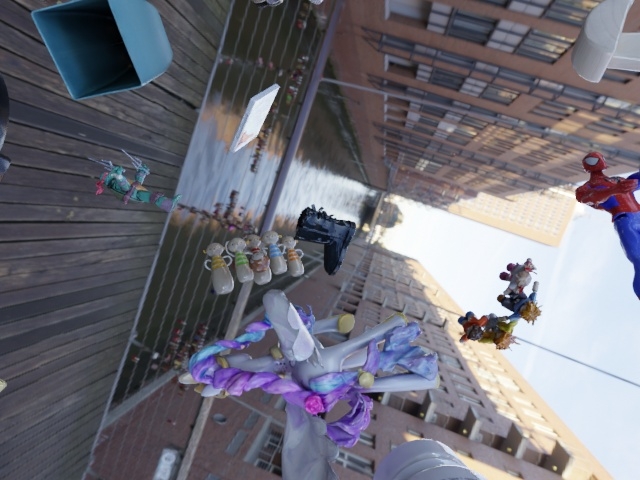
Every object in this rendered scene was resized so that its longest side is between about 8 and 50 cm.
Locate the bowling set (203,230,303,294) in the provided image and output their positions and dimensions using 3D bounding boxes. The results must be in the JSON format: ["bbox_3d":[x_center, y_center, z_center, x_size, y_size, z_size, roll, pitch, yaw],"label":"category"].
[{"bbox_3d":[-0.170,0.031,1.131,0.200,0.288,0.154,129,-54,-63],"label":"bowling set"}]

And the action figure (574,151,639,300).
[{"bbox_3d":[0.414,-0.032,0.505,0.139,0.092,0.280,84,-1,-53],"label":"action figure"}]

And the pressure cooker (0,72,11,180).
[{"bbox_3d":[-0.689,-0.211,0.556,0.420,0.377,0.369,64,8,-78],"label":"pressure cooker"}]

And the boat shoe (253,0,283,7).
[{"bbox_3d":[-0.079,-0.414,0.602,0.132,0.356,0.130,-114,-149,-70],"label":"boat shoe"}]

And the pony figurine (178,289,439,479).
[{"bbox_3d":[-0.006,0.205,0.623,0.351,0.364,0.301,-4,-89,63],"label":"pony figurine"}]

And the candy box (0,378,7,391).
[{"bbox_3d":[-0.279,0.006,0.124,0.087,0.183,0.316,-55,170,-28],"label":"candy box"}]

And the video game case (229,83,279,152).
[{"bbox_3d":[-0.121,-0.223,0.748,0.122,0.011,0.087,-51,-177,44],"label":"video game case"}]

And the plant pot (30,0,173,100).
[{"bbox_3d":[-0.433,-0.426,0.881,0.234,0.166,0.165,-77,158,-57],"label":"plant pot"}]

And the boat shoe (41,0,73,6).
[{"bbox_3d":[-0.645,-0.597,0.978,0.068,0.072,0.190,-38,159,-6],"label":"boat shoe"}]

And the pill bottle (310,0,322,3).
[{"bbox_3d":[0.028,-0.513,0.734,0.160,0.087,0.087,-50,172,0],"label":"pill bottle"}]

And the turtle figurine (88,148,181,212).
[{"bbox_3d":[-0.504,-0.151,1.111,0.118,0.234,0.175,-57,-162,16],"label":"turtle figurine"}]

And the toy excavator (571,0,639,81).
[{"bbox_3d":[0.739,-0.366,0.666,0.445,0.433,0.222,-42,156,-4],"label":"toy excavator"}]

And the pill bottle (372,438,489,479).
[{"bbox_3d":[0.155,0.347,0.423,0.283,0.161,0.160,-147,-104,-80],"label":"pill bottle"}]

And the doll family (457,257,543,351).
[{"bbox_3d":[0.450,0.172,0.972,0.262,0.118,0.163,-54,175,11],"label":"doll family"}]

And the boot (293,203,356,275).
[{"bbox_3d":[0.000,0.001,0.738,0.045,0.099,0.121,-112,-139,-62],"label":"boot"}]
